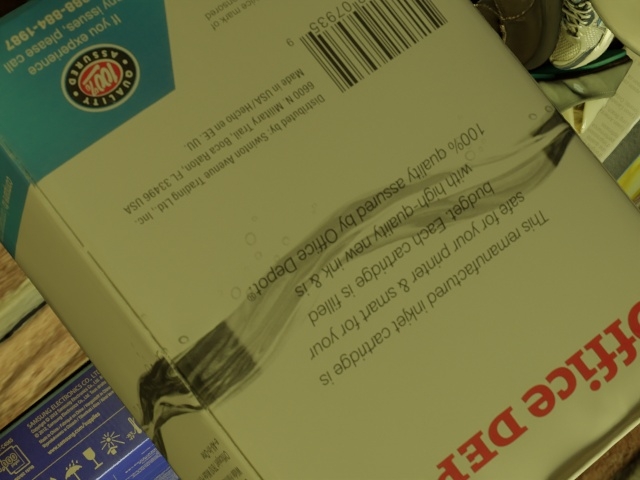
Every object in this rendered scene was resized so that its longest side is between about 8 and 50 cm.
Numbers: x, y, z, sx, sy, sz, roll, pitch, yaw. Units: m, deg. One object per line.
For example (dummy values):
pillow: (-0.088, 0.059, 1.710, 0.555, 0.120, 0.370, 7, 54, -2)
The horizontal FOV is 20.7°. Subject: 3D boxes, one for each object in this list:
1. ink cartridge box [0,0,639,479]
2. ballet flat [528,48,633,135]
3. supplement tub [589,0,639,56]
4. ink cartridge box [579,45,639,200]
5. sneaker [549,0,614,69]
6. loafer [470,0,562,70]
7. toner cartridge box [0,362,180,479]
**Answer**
ink cartridge box: (0.000, 0.000, 0.816, 0.223, 0.307, 0.129, -36, 174, -22)
ballet flat: (0.184, -0.110, 1.404, 0.072, 0.068, 0.213, 0, -169, 39)
supplement tub: (0.330, -0.224, 1.215, 0.207, 0.207, 0.338, -51, 161, 29)
ink cartridge box: (0.254, -0.058, 1.679, 0.307, 0.072, 0.303, -51, 166, 7)
sneaker: (0.200, -0.186, 1.316, 0.058, 0.052, 0.135, -12, 140, -42)
loafer: (0.113, -0.173, 1.111, 0.078, 0.080, 0.220, -6, 159, -4)
toner cartridge box: (-0.112, 0.118, 1.307, 0.348, 0.075, 0.165, -38, 165, -12)
